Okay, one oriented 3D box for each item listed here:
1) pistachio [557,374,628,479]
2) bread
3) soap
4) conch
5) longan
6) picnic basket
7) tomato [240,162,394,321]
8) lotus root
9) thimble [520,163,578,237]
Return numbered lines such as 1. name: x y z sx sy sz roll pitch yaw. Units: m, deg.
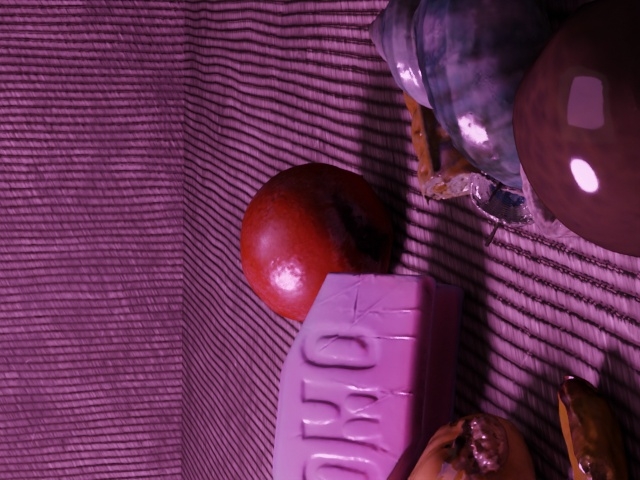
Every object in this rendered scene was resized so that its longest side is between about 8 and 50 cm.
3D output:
1. pistachio: 0.246 0.199 1.098 0.089 0.049 0.173 64 -163 -74
2. bread: 0.137 -0.177 1.364 0.098 0.087 0.269 124 142 -68
3. soap: 0.049 0.202 1.430 0.193 0.109 0.324 1 82 34
4. conch: 0.152 -0.181 1.201 0.277 0.195 0.220 26 131 36
5. longan: 0.231 -0.086 0.893 0.212 0.198 0.198 113 153 -76
6. picnic basket: 0.181 -0.042 1.245 0.083 0.083 0.065 -52 -23 -31
7. tomato: 0.000 0.000 1.644 0.184 0.208 0.208 -40 50 40
8. lotus root: 0.148 0.283 1.293 0.303 0.131 0.146 109 -174 -46
9. thimble: 0.230 -0.060 1.065 0.102 0.090 0.115 158 108 -76
